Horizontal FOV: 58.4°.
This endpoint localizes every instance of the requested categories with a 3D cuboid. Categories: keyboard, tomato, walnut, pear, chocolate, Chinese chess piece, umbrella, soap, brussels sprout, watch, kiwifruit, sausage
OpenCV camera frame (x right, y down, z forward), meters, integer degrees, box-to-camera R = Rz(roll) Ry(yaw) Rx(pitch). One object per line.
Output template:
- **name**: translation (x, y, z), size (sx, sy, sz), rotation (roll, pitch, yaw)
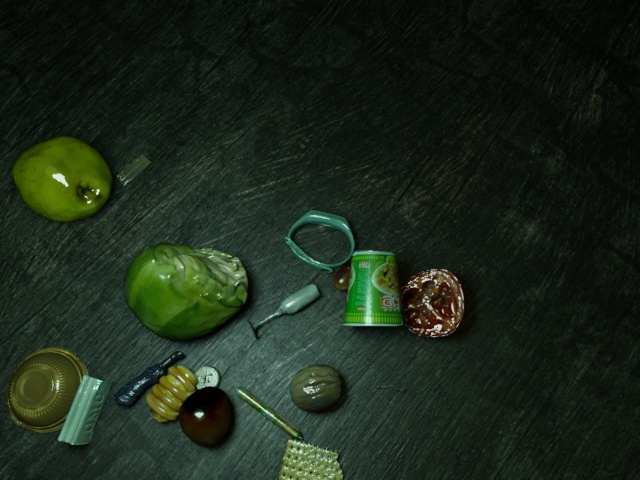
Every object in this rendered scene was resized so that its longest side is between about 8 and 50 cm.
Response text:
- **keyboard**: translation (-0.672, -0.254, 2.061), size (0.049, 0.015, 0.129), rotation (43, 78, 8)
- **tomato**: translation (0.360, 0.202, 1.842), size (0.227, 0.101, 0.228), rotation (-4, 76, 15)
- **walnut**: translation (-0.012, 0.452, 1.755), size (0.162, 0.140, 0.140), rotation (-5, 72, -10)
- **pear**: translation (-0.882, -0.217, 1.931), size (0.375, 0.287, 0.287), rotation (29, 75, 25)
- **chocolate**: translation (-0.343, 0.537, 1.732), size (0.176, 0.177, 0.177), rotation (0, 72, 2)
- **Chinese chess piece**: translation (-0.361, 0.439, 1.819), size (0.084, 0.034, 0.084), rotation (-1, 73, 2)
- **umbrella**: translation (-0.538, 0.435, 1.818), size (0.248, 0.071, 0.071), rotation (-39, 75, -14)
- **soap**: translation (-0.720, 0.522, 1.763), size (0.063, 0.114, 0.199), rotation (15, 75, 6)
- **brussels sprout**: translation (-0.420, 0.151, 1.784), size (0.371, 0.315, 0.276), rotation (4, 39, -32)
- **watch**: translation (0.000, 0.000, 1.936), size (0.237, 0.068, 0.195), rotation (15, 76, 2)
- **kiwifruit**: translation (0.093, 0.115, 1.889), size (0.075, 0.075, 0.124), rotation (41, 72, 13)
- **sausage**: translation (-0.163, 0.536, 1.783), size (0.269, 0.033, 0.033), rotation (34, 76, 11)

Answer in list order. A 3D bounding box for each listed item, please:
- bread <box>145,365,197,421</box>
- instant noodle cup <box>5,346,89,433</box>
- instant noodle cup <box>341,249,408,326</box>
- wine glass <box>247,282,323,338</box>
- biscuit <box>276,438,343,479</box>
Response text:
- **bread**: translation (-0.463, 0.473, 1.777), size (0.119, 0.084, 0.177), rotation (35, 88, 17)
- **instant noodle cup**: translation (-0.875, 0.462, 1.798), size (0.273, 0.091, 0.274), rotation (-1, 72, 2)
- **instant noodle cup**: translation (0.172, 0.153, 1.790), size (0.207, 0.207, 0.233), rotation (2, 80, 2)
- **wine glass**: translation (-0.114, 0.222, 1.866), size (0.262, 0.074, 0.074), rotation (-31, 74, -9)
- **biscuit**: translation (-0.022, 0.692, 1.737), size (0.203, 0.016, 0.144), rotation (13, 73, 6)
